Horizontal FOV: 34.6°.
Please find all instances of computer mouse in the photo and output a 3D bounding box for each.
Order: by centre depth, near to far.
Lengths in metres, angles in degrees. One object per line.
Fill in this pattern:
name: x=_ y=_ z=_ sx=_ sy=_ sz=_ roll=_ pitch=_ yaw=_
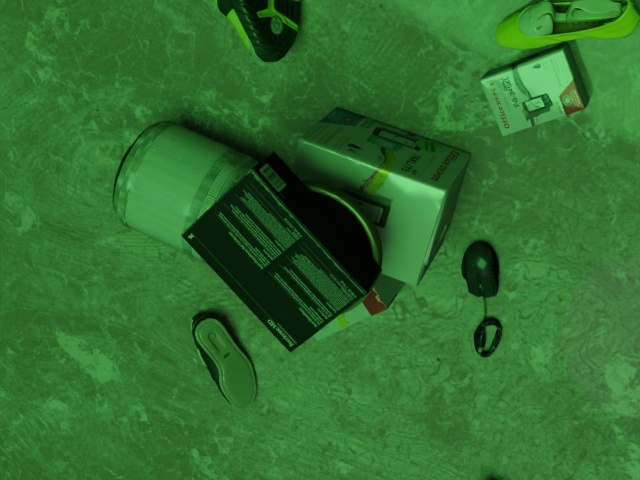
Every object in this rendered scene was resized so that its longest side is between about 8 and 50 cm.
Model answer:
computer mouse: x=0.302 y=0.116 z=1.927 sx=0.071 sy=0.041 sz=0.242 roll=0 pitch=114 yaw=21

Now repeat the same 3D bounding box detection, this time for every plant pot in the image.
plant pot: x=0.000 y=0.000 z=1.724 sx=0.237 sy=0.110 sz=0.237 roll=9 pitch=117 yaw=18

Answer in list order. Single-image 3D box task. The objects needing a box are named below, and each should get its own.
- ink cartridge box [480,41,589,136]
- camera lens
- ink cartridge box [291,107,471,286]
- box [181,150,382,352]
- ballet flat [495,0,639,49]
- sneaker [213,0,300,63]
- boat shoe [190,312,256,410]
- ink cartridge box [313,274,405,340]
ink cartridge box: x=0.358 y=-0.251 z=1.723 sx=0.150 sy=0.063 sz=0.109 roll=-18 pitch=105 yaw=27
camera lens: x=-0.236 y=-0.085 z=1.946 sx=0.274 sy=0.219 sz=0.219 roll=25 pitch=120 yaw=10
ink cartridge box: x=0.098 y=-0.082 z=1.827 sx=0.270 sy=0.198 sz=0.197 roll=20 pitch=119 yaw=11
box: x=-0.061 y=0.019 z=1.634 sx=0.184 sy=0.103 sz=0.261 roll=-39 pitch=96 yaw=28
ballet flat: x=0.391 y=-0.357 z=1.648 sx=0.231 sy=0.077 sz=0.077 roll=-1 pitch=73 yaw=20
sneaker: x=-0.165 y=-0.488 z=1.803 sx=0.147 sy=0.145 sz=0.384 roll=-13 pitch=106 yaw=48
boat shoe: x=-0.206 y=0.256 z=2.188 sx=0.079 sy=0.084 sz=0.233 roll=15 pitch=135 yaw=59
ink cartridge box: x=0.045 y=0.087 z=1.965 sx=0.176 sy=0.128 sz=0.127 roll=-28 pitch=100 yaw=29
